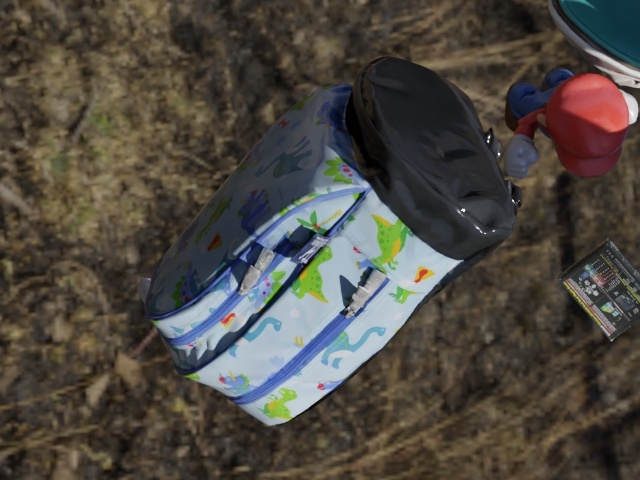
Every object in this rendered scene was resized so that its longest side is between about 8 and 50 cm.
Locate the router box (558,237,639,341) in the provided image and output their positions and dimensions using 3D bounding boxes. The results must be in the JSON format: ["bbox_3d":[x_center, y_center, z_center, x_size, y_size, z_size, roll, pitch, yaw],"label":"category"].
[{"bbox_3d":[0.422,0.072,1.713,0.122,0.092,0.038,49,22,-1],"label":"router box"}]

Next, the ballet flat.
[{"bbox_3d":[0.513,-0.268,1.746,0.139,0.400,0.139,-162,-90,-89],"label":"ballet flat"}]

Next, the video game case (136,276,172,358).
[{"bbox_3d":[-0.135,0.134,1.639,0.025,0.204,0.285,-67,-156,10],"label":"video game case"}]

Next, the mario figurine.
[{"bbox_3d":[0.369,-0.159,1.737,0.170,0.198,0.320,34,12,-12],"label":"mario figurine"}]

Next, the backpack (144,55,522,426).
[{"bbox_3d":[-0.006,0.013,1.153,0.290,0.273,0.355,-94,-151,-56],"label":"backpack"}]
